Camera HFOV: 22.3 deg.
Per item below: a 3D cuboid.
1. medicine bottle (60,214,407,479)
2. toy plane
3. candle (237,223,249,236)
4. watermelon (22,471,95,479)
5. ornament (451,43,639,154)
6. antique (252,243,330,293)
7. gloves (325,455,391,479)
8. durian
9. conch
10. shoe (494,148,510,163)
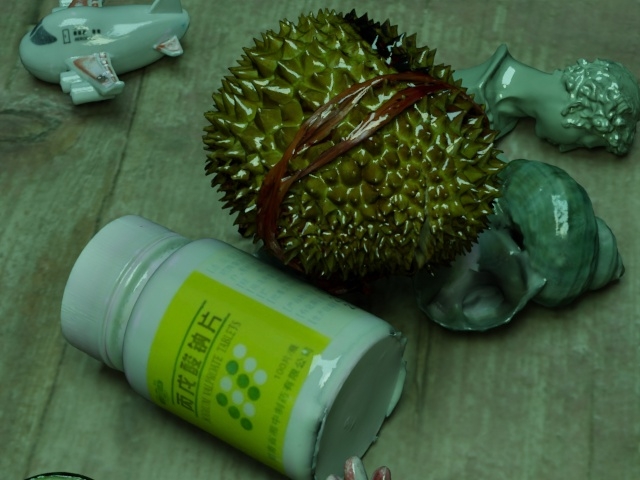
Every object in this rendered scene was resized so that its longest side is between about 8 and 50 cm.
[{"bbox_3d":[-0.104,0.123,1.918,0.379,0.213,0.213,25,58,25],"label":"medicine bottle"},{"bbox_3d":[-0.311,-0.294,2.343,0.252,0.118,0.252,-5,50,6],"label":"toy plane"},{"bbox_3d":[-0.092,-0.073,2.198,0.026,0.021,0.167,17,49,-13],"label":"candle"},{"bbox_3d":[-0.285,0.359,1.794,0.204,0.127,0.232,33,81,2],"label":"watermelon"},{"bbox_3d":[0.290,-0.193,2.183,0.285,0.130,0.120,9,40,14],"label":"ornament"},{"bbox_3d":[0.000,0.000,2.086,0.088,0.086,0.183,23,57,22],"label":"antique"},{"bbox_3d":[0.011,0.354,1.773,0.126,0.145,0.241,42,76,17],"label":"gloves"},{"bbox_3d":[0.034,-0.098,1.877,0.384,0.347,0.347,16,54,35],"label":"durian"},{"bbox_3d":[0.250,0.008,2.006,0.277,0.195,0.220,8,74,-16],"label":"conch"},{"bbox_3d":[0.097,-0.136,2.174,0.363,0.132,0.160,17,34,10],"label":"shoe"}]
